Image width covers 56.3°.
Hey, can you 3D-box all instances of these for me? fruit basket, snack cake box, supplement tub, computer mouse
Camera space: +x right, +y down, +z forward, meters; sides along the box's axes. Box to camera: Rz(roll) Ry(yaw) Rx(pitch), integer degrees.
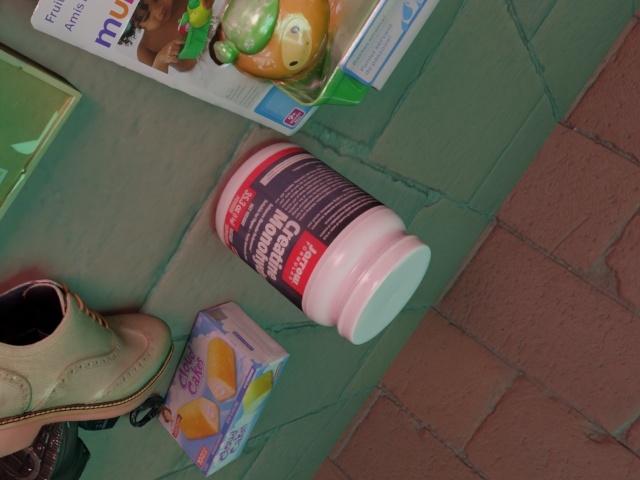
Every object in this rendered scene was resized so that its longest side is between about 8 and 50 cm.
[{"bbox_3d":[-0.022,-0.259,0.528,0.327,0.165,0.353,-55,158,13],"label":"fruit basket"},{"bbox_3d":[-0.177,0.260,1.055,0.089,0.152,0.264,-14,136,-54],"label":"snack cake box"},{"bbox_3d":[0.000,0.000,0.862,0.191,0.272,0.191,-40,153,-25],"label":"supplement tub"},{"bbox_3d":[-0.321,0.264,0.955,0.071,0.041,0.242,-66,163,-11],"label":"computer mouse"}]

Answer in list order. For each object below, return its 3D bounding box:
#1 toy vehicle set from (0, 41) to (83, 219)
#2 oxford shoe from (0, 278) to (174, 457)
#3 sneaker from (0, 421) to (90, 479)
[{"bbox_3d":[-0.334,-0.050,0.487,0.267,0.035,0.166,-54,156,4],"label":"toy vehicle set"},{"bbox_3d":[-0.282,0.120,0.683,0.397,0.140,0.147,-11,119,-73],"label":"oxford shoe"},{"bbox_3d":[-0.381,0.299,0.831,0.130,0.109,0.286,-32,157,-57],"label":"sneaker"}]
